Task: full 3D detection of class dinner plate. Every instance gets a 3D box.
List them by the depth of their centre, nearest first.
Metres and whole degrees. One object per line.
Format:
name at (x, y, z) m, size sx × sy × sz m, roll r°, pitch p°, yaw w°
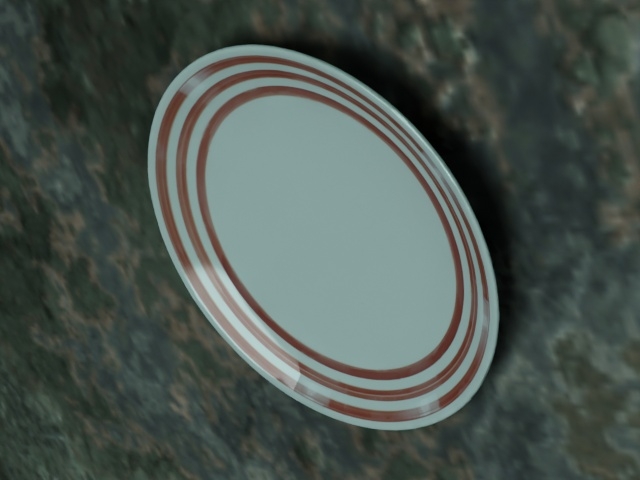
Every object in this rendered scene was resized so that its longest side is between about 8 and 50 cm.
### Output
dinner plate at (0.000, 0.000, 0.421) m, size 0.141 × 0.017 × 0.141 m, roll 23°, pitch 131°, yaw 30°
